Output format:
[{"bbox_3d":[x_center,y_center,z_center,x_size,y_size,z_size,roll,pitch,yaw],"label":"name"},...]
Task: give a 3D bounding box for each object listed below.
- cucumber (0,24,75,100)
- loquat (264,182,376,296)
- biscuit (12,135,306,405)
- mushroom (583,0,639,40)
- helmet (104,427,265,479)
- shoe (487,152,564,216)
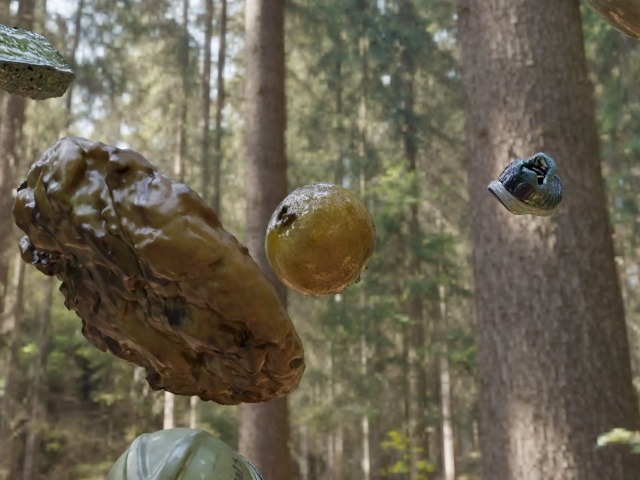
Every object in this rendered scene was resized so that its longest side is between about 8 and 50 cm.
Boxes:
[{"bbox_3d":[-0.328,-0.180,1.064,0.062,0.078,0.211,-43,-3,11],"label":"cucumber"},{"bbox_3d":[0.000,0.000,1.366,0.163,0.163,0.137,18,-5,-41],"label":"loquat"},{"bbox_3d":[-0.157,0.042,0.909,0.289,0.081,0.334,52,-29,-18],"label":"biscuit"},{"bbox_3d":[0.439,-0.362,1.277,0.244,0.243,0.243,-1,-21,0],"label":"mushroom"},{"bbox_3d":[-0.161,0.290,1.102,0.204,0.257,0.137,-8,-47,7],"label":"helmet"},{"bbox_3d":[0.390,-0.104,1.883,0.207,0.091,0.106,-1,-46,-54],"label":"shoe"}]
